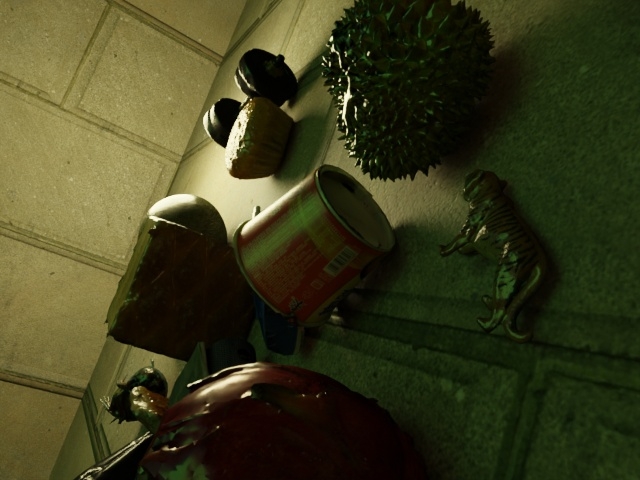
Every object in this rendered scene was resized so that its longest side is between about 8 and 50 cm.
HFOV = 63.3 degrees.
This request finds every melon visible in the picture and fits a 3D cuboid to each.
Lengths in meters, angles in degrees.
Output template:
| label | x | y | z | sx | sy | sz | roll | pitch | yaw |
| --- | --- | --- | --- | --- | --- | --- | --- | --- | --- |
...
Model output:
| label | x | y | z | sx | sy | sz | roll | pitch | yaw |
| --- | --- | --- | --- | --- | --- | --- | --- | --- | --- |
| melon | -0.392 | -0.011 | 1.495 | 0.248 | 0.248 | 0.329 | -57 | 21 | 18 |

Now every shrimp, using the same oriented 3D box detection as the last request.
| label | x | y | z | sx | sy | sz | roll | pitch | yaw |
| --- | --- | --- | --- | --- | --- | --- | --- | --- | --- |
| shrimp | -0.538 | 0.451 | 1.537 | 0.372 | 0.137 | 0.172 | -28 | 7 | 42 |

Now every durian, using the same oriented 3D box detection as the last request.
| label | x | y | z | sx | sy | sz | roll | pitch | yaw |
| --- | --- | --- | --- | --- | --- | --- | --- | --- | --- |
| durian | 0.112 | -0.233 | 0.730 | 0.291 | 0.225 | 0.291 | -37 | 44 | 45 |

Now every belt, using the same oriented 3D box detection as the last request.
| label | x | y | z | sx | sy | sz | roll | pitch | yaw |
| --- | --- | --- | --- | --- | --- | --- | --- | --- | --- |
| belt | -0.201 | 0.300 | 0.971 | 0.230 | 0.139 | 0.126 | -54 | 26 | 19 |

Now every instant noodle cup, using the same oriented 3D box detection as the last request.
| label | x | y | z | sx | sy | sz | roll | pitch | yaw |
| --- | --- | --- | --- | --- | --- | --- | --- | --- | --- |
| instant noodle cup | 0.000 | 0.000 | 0.794 | 0.174 | 0.213 | 0.213 | -41 | 33 | 26 |

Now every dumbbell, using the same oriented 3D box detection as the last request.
| label | x | y | z | sx | sy | sz | roll | pitch | yaw |
| --- | --- | --- | --- | --- | --- | --- | --- | --- | --- |
| dumbbell | -0.219 | -0.422 | 1.594 | 0.388 | 0.185 | 0.185 | -43 | 34 | 40 |

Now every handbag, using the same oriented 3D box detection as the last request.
| label | x | y | z | sx | sy | sz | roll | pitch | yaw |
| --- | --- | --- | --- | --- | --- | --- | --- | --- | --- |
| handbag | -0.501 | 0.628 | 1.272 | 0.302 | 0.275 | 0.178 | -43 | 78 | 37 |

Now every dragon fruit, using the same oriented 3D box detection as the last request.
| label | x | y | z | sx | sy | sz | roll | pitch | yaw |
| --- | --- | --- | --- | --- | --- | --- | --- | --- | --- |
| dragon fruit | -0.044 | 0.275 | 0.547 | 0.295 | 0.302 | 0.295 | -167 | 90 | -83 |

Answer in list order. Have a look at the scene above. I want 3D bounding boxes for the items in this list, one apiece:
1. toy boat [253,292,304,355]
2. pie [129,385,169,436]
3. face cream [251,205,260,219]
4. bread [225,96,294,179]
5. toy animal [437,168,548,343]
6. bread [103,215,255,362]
| label | x | y | z | sx | sy | sz | roll | pitch | yaw |
| --- | --- | --- | --- | --- | --- | --- | --- | --- | --- |
| toy boat | -0.082 | 0.100 | 0.978 | 0.295 | 0.088 | 0.129 | -136 | 43 | -73 |
| pie | -0.382 | 0.409 | 1.221 | 0.079 | 0.163 | 0.193 | -50 | 29 | -13 |
| face cream | -0.169 | -0.041 | 1.352 | 0.038 | 0.020 | 0.115 | -41 | 37 | 40 |
| bread | -0.173 | -0.269 | 1.420 | 0.240 | 0.139 | 0.240 | -44 | 32 | 38 |
| toy animal | 0.188 | 0.007 | 0.569 | 0.099 | 0.057 | 0.241 | -52 | 28 | 27 |
| bread | -0.297 | 0.116 | 1.163 | 0.207 | 0.279 | 0.279 | 5 | 75 | 65 |
